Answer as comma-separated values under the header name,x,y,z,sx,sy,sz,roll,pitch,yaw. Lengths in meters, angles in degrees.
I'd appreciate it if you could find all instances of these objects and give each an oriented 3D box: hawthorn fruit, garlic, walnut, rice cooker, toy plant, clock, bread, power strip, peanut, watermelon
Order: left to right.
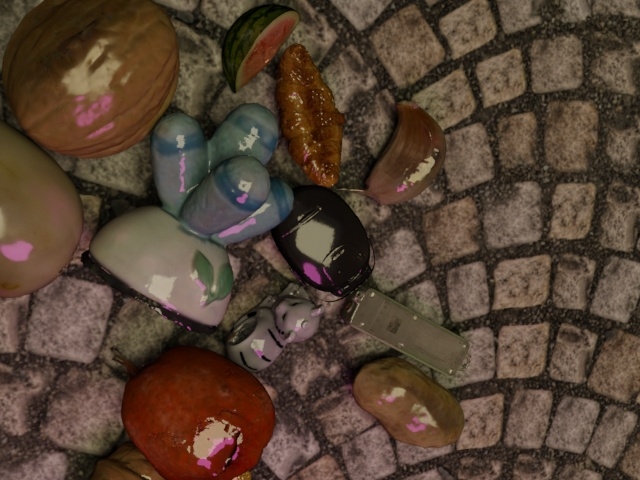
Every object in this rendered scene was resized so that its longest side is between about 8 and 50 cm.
name,x,y,z,sx,sy,sz,roll,pitch,yaw
walnut,-0.310,-0.236,1.175,0.261,0.225,0.225,-47,112,-12
walnut,-0.294,0.409,1.357,0.167,0.149,0.166,12,63,-24
hawthorn fruit,-0.215,0.256,1.324,0.299,0.211,0.211,36,87,8
toy plant,-0.169,-0.055,1.250,0.247,0.247,0.332,32,92,-22
watermelon,-0.108,-0.321,1.328,0.069,0.087,0.163,39,83,15
clock,-0.076,0.152,1.393,0.176,0.117,0.080,-41,111,-7
bread,-0.020,-0.197,1.360,0.105,0.076,0.232,-15,93,-33
rice cooker,0.001,0.001,1.389,0.142,0.118,0.203,-36,110,-11
garlic,0.132,-0.129,1.440,0.129,0.090,0.198,36,94,-7
peanut,0.152,0.286,1.501,0.224,0.129,0.129,39,86,-14
power strip,0.154,0.161,1.514,0.272,0.052,0.078,29,90,-23

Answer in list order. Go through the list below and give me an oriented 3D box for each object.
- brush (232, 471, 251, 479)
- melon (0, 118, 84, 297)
name,x,y,z,sx,sy,sz,roll,pitch,yaw
brush,-0.158,0.360,1.463,0.083,0.011,0.205,-1,101,-18
melon,-0.468,-0.055,1.153,0.317,0.223,0.223,39,86,-19
